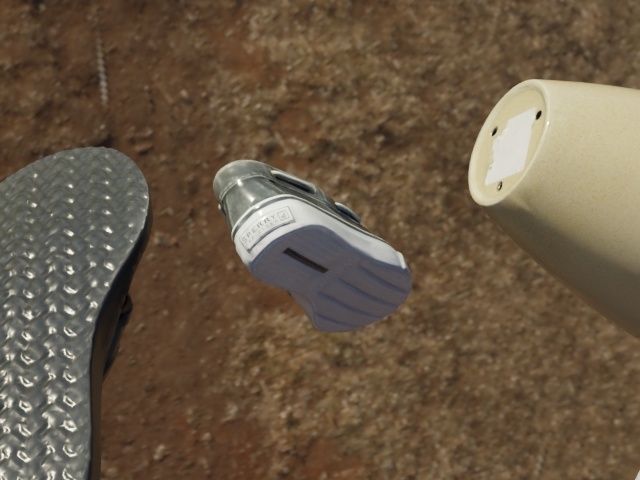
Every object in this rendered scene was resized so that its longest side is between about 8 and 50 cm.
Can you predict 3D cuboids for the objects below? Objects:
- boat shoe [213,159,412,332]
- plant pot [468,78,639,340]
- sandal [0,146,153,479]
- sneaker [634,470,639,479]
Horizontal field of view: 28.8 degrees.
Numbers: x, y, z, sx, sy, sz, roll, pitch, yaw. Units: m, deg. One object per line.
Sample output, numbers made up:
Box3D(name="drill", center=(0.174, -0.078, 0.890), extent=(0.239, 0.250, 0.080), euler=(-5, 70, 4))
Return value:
Box3D(name="boat shoe", center=(0.000, 0.000, 1.272), extent=(0.119, 0.121, 0.335), euler=(62, 9, 26))
Box3D(name="plant pot", center=(0.290, -0.043, 1.197), extent=(0.274, 0.256, 0.256), euler=(22, 55, -21))
Box3D(name="sandal", center=(-0.243, 0.092, 1.072), extent=(0.167, 0.107, 0.446), euler=(2, 46, 2))
Box3D(name="sneaker", center=(0.402, 0.117, 0.920), extent=(0.137, 0.366, 0.210), euler=(46, 52, -6))
